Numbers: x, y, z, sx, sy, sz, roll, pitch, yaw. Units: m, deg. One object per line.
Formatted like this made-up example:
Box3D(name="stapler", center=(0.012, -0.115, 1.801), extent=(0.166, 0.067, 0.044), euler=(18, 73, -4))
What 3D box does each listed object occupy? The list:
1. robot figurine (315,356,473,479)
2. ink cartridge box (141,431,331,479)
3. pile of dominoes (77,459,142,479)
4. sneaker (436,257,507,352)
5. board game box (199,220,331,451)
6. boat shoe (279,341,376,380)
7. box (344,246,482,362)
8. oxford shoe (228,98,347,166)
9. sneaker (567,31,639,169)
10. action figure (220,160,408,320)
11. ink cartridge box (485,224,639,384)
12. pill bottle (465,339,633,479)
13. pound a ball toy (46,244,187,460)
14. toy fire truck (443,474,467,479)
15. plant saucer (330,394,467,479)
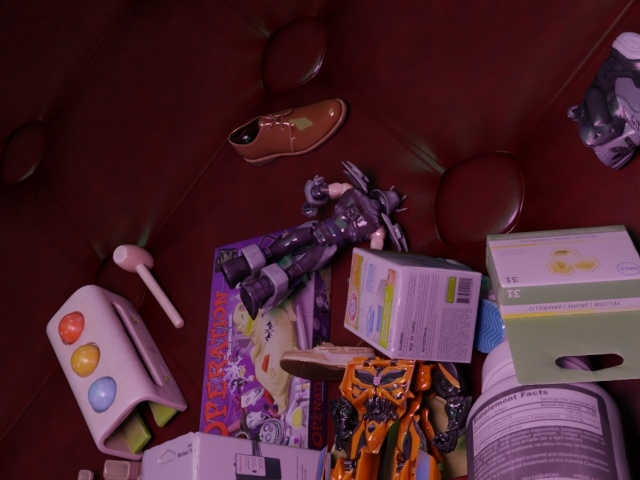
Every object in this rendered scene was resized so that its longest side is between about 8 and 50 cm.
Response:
Box3D(name="robot figurine", center=(0.081, 0.265, 1.348), extent=(0.211, 0.085, 0.290), euler=(-7, 66, 36))
Box3D(name="ink cartridge box", center=(-0.112, 0.318, 1.423), extent=(0.153, 0.208, 0.086), euler=(-30, 52, 49))
Box3D(name="pile of dominoes", center=(-0.307, 0.467, 1.668), extent=(0.196, 0.040, 0.251), euler=(-5, 75, 37))
Box3D(name="sneaker", center=(0.209, 0.085, 1.383), extent=(0.229, 0.092, 0.087), euler=(-137, 52, -62))
Box3D(name="board game box", center=(-0.081, 0.154, 1.612), extent=(0.208, 0.056, 0.346), euler=(-18, 59, 37))
Box3D(name="boat shoe", center=(0.012, 0.165, 1.502), extent=(0.135, 0.050, 0.045), euler=(6, 50, 0))
Box3D(name="box", center=(0.111, 0.078, 1.364), extent=(0.203, 0.103, 0.114), euler=(-155, 71, -73))
Box3D(name="oxford shoe", center=(-0.055, -0.178, 1.727), extent=(0.212, 0.076, 0.076), euler=(-21, 56, 29))
Box3D(name="sneaker", center=(0.413, -0.137, 1.313), extent=(0.153, 0.101, 0.268), euler=(-50, 42, 10))
Box3D(name="action figure", center=(0.000, 0.000, 1.546), extent=(0.285, 0.099, 0.185), euler=(-29, 59, -11))
Box3D(name="ink cartridge box", center=(0.288, 0.067, 1.230), extent=(0.171, 0.056, 0.235), euler=(-4, 29, 2))
Box3D(name="pill bottle", center=(0.245, 0.253, 1.164), extent=(0.176, 0.176, 0.318), euler=(-29, 31, 26))
Box3D(name="pound a ball toy", center=(-0.325, 0.161, 1.743), extent=(0.208, 0.136, 0.319), euler=(-48, 48, 12))
Box3D(name="toy fire truck", center=(0.106, 0.391, 1.169), extent=(0.169, 0.302, 0.253), euler=(-26, 71, 49))
Box3D(name="plant saucer", center=(0.109, 0.313, 1.386), extent=(0.241, 0.037, 0.240), euler=(-18, 59, 33))
